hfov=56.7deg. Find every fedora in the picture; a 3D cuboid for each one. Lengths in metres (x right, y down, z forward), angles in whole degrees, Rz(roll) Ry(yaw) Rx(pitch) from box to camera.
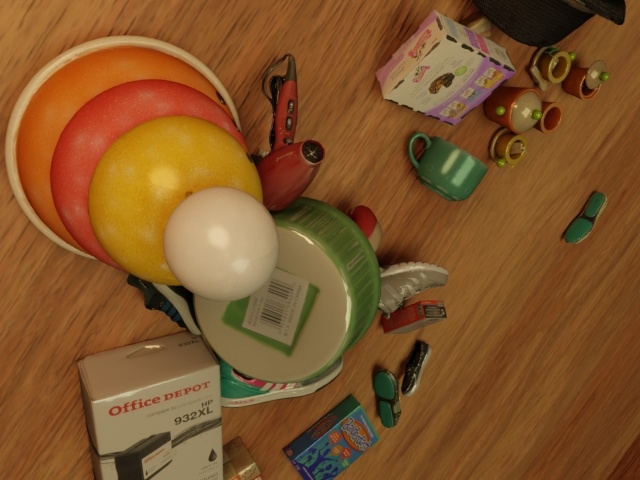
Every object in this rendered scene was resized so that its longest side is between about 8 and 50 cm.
[{"bbox_3d":[0.390,-0.464,1.093,0.334,0.334,0.152,3,143,-34],"label":"fedora"}]

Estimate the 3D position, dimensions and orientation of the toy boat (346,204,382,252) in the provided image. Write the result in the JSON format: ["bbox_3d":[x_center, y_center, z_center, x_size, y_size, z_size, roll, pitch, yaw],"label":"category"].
[{"bbox_3d":[0.000,0.000,1.135,0.231,0.151,0.151,-34,98,-14],"label":"toy boat"}]

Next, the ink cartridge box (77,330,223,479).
[{"bbox_3d":[-0.305,0.348,1.097,0.223,0.129,0.307,-11,118,-28],"label":"ink cartridge box"}]

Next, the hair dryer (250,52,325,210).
[{"bbox_3d":[-0.067,-0.157,0.904,0.080,0.293,0.223,0,117,-24],"label":"hair dryer"}]

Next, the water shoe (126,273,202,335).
[{"bbox_3d":[-0.267,0.099,1.049,0.080,0.073,0.203,-6,138,13],"label":"water shoe"}]

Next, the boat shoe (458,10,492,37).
[{"bbox_3d":[0.271,-0.383,1.147,0.170,0.063,0.059,-34,121,-15],"label":"boat shoe"}]

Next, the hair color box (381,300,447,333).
[{"bbox_3d":[0.210,0.175,1.343,0.072,0.141,0.043,5,67,-35],"label":"hair color box"}]

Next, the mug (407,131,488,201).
[{"bbox_3d":[0.252,-0.147,1.225,0.097,0.158,0.129,-59,153,9],"label":"mug"}]

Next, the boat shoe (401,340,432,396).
[{"bbox_3d":[0.230,0.317,1.475,0.040,0.049,0.142,31,78,-29],"label":"boat shoe"}]

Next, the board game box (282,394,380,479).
[{"bbox_3d":[0.031,0.495,1.440,0.210,0.047,0.160,-37,127,-13],"label":"board game box"}]

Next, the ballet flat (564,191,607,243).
[{"bbox_3d":[0.729,-0.052,1.615,0.168,0.057,0.052,-55,139,2],"label":"ballet flat"}]

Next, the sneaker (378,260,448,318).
[{"bbox_3d":[0.147,0.108,1.270,0.281,0.105,0.115,-6,86,-19],"label":"sneaker"}]

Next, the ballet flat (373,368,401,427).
[{"bbox_3d":[0.171,0.378,1.472,0.070,0.070,0.188,-19,124,-24],"label":"ballet flat"}]

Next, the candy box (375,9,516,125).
[{"bbox_3d":[0.231,-0.311,1.101,0.196,0.070,0.165,11,144,-36],"label":"candy box"}]

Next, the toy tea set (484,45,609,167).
[{"bbox_3d":[0.508,-0.304,1.299,0.336,0.124,0.200,-41,128,-9],"label":"toy tea set"}]

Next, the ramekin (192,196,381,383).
[{"bbox_3d":[-0.060,0.085,0.982,0.148,0.303,0.303,-38,147,-71],"label":"ramekin"}]

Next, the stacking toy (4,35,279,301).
[{"bbox_3d":[-0.184,-0.050,0.751,0.351,0.480,0.350,-15,121,-26],"label":"stacking toy"}]

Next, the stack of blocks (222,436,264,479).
[{"bbox_3d":[-0.259,0.580,1.269,0.297,0.087,0.171,-29,126,-18],"label":"stack of blocks"}]

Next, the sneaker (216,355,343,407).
[{"bbox_3d":[-0.077,0.218,1.191,0.296,0.124,0.178,-9,127,-28],"label":"sneaker"}]
